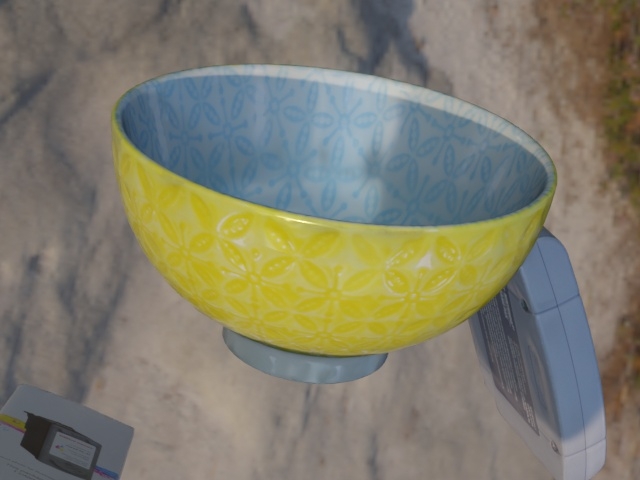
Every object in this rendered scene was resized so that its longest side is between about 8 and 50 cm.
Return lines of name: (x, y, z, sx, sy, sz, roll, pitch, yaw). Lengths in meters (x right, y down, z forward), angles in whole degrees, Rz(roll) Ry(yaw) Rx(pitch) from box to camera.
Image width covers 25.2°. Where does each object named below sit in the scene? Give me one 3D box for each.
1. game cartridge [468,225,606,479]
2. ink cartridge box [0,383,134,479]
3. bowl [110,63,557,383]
game cartridge: (0.195, 0.086, 1.357, 0.060, 0.196, 0.294, -22, 124, -7)
ink cartridge box: (-0.272, 0.276, 1.225, 0.131, 0.306, 0.226, 25, 97, -6)
bowl: (0.000, 0.000, 0.950, 0.289, 0.289, 0.156, -21, 127, -47)
